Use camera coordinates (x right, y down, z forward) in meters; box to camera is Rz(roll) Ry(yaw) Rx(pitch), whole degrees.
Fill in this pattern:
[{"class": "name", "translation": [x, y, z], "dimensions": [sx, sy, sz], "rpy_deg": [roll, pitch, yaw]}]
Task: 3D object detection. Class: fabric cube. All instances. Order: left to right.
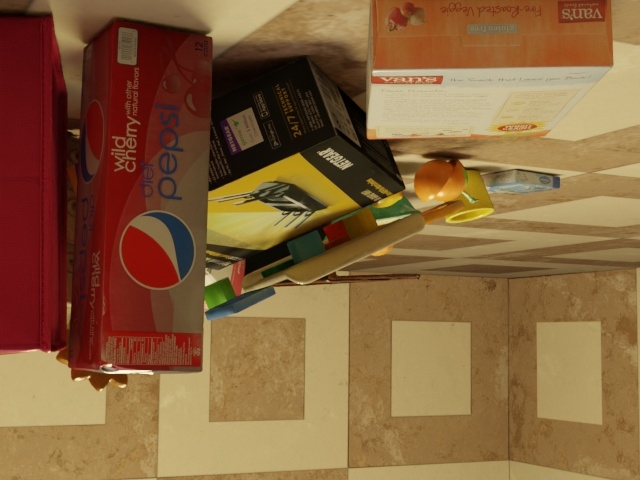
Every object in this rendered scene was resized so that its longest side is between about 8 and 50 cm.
[{"class": "fabric cube", "translation": [-0.342, -0.034, 0.828], "dimensions": [0.258, 0.259, 0.254], "rpy_deg": [0, 174, -11]}]

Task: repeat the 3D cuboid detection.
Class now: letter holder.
[{"class": "letter holder", "translation": [0.000, 0.000, 1.687], "dimensions": [0.214, 0.152, 0.301], "rpy_deg": [3, 175, -38]}]

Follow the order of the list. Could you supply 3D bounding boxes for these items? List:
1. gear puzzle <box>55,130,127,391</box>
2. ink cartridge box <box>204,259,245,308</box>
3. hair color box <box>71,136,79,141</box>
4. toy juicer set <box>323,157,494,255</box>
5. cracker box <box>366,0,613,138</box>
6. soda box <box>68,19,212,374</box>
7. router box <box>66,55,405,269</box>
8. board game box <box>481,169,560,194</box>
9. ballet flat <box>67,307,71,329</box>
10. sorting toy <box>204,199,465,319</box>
[{"class": "gear puzzle", "translation": [-0.224, 0.025, 1.083], "dimensions": [0.175, 0.339, 0.044], "rpy_deg": [17, 131, -26]}, {"class": "ink cartridge box", "translation": [-0.244, 0.000, 1.469], "dimensions": [0.207, 0.117, 0.283], "rpy_deg": [2, 157, 12]}, {"class": "hair color box", "translation": [-0.378, -0.099, 1.201], "dimensions": [0.167, 0.053, 0.093], "rpy_deg": [-3, 172, 27]}, {"class": "toy juicer set", "translation": [0.062, -0.028, 1.377], "dimensions": [0.328, 0.090, 0.209], "rpy_deg": [-14, 168, 15]}, {"class": "cracker box", "translation": [0.112, -0.129, 0.761], "dimensions": [0.155, 0.067, 0.232], "rpy_deg": [0, 175, 1]}, {"class": "soda box", "translation": [-0.141, -0.029, 0.796], "dimensions": [0.083, 0.263, 0.092], "rpy_deg": [5, 173, -28]}, {"class": "router box", "translation": [-0.065, -0.060, 1.013], "dimensions": [0.242, 0.081, 0.309], "rpy_deg": [-23, 169, 13]}, {"class": "board game box", "translation": [0.278, -0.082, 1.457], "dimensions": [0.090, 0.020, 0.090], "rpy_deg": [6, 173, -33]}, {"class": "ballet flat", "translation": [-0.326, 0.055, 1.278], "dimensions": [0.146, 0.147, 0.409], "rpy_deg": [-1, 153, 16]}, {"class": "sorting toy", "translation": [0.008, 0.005, 1.214], "dimensions": [0.347, 0.047, 0.196], "rpy_deg": [-24, -176, -22]}]
